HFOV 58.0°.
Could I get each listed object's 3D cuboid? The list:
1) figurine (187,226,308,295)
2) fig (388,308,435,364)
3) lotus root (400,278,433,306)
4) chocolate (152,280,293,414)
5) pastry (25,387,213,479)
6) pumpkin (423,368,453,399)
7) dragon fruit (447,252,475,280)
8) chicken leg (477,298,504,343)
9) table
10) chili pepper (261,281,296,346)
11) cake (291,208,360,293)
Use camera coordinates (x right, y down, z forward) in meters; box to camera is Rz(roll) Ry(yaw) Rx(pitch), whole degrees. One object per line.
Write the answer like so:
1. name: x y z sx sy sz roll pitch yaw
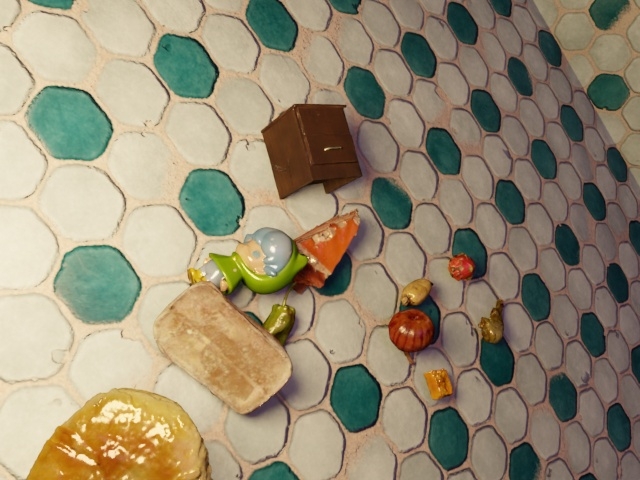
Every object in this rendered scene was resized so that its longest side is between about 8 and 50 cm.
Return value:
1. figurine: -0.165 0.057 1.309 0.263 0.162 0.143 -19 120 -23
2. fig: 0.254 0.253 1.580 0.150 0.129 0.128 54 48 -45
3. lotus root: 0.268 0.149 1.643 0.152 0.072 0.063 -34 107 -45
4. chocolate: -0.203 0.220 1.236 0.303 0.185 0.100 45 13 -19
5. pastry: -0.338 0.420 0.993 0.330 0.136 0.329 2 75 -8
6. pumpkin: 0.331 0.406 1.626 0.074 0.054 0.083 9 56 -45
7. dragon fruit: 0.437 0.084 1.784 0.116 0.081 0.086 25 53 -62
8. chicken leg: 0.549 0.249 1.829 0.093 0.070 0.178 46 48 -9
9. table: -0.019 -0.227 1.480 0.169 0.172 0.193 -9 82 -38
10. chili pepper: -0.097 0.201 1.362 0.072 0.073 0.203 35 68 -44
11. cake: 0.004 -0.002 1.477 0.135 0.098 0.287 48 55 -15
